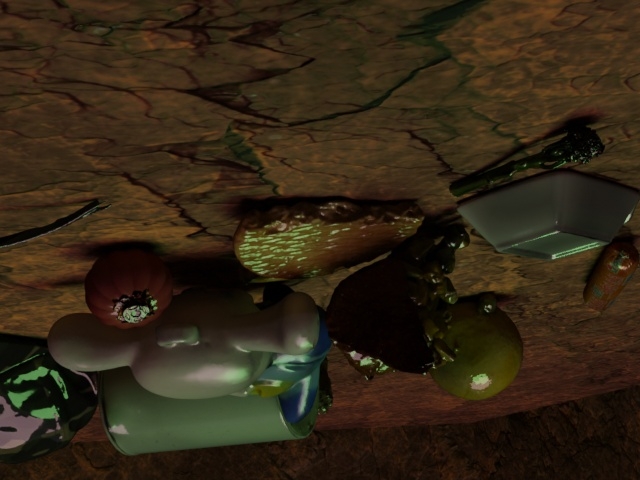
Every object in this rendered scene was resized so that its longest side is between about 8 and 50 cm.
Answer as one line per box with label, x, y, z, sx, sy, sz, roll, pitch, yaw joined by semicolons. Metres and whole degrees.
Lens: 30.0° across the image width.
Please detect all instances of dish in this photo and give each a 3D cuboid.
dish;0.289;-0.020;1.427;0.154;0.064;0.234;-20;162;40

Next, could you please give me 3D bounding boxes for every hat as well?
hat;-0.573;0.265;1.906;0.366;0.257;0.381;-16;-178;27

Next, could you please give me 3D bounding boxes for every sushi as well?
sushi;0.107;0.078;1.466;0.179;0.167;0.296;-14;175;14

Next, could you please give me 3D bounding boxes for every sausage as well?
sausage;0.439;0.059;1.816;0.053;0.053;0.348;-8;166;4

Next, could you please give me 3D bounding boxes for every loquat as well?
loquat;0.258;0.174;1.998;0.149;0.205;0.172;-10;-146;-38

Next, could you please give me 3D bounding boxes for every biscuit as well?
biscuit;0.000;-0.001;1.373;0.224;0.033;0.144;-4;151;-21

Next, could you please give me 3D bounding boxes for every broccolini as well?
broccolini;0.204;-0.073;1.231;0.044;0.042;0.218;5;163;-35

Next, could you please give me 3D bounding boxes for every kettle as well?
kettle;-0.178;0.221;1.971;0.318;0.265;0.205;-12;133;19

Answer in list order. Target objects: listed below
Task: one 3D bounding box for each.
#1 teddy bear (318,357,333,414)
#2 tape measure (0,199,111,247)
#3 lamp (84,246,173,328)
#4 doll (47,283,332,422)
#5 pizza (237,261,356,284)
teddy bear;-0.046;0.247;2.213;0.129;0.182;0.251;-43;-163;-22
tape measure;-0.357;-0.010;1.139;0.330;0.084;0.164;1;168;-20
lamp;-0.231;0.058;1.437;0.107;0.092;0.107;-11;133;-12
doll;-0.117;0.134;1.609;0.376;0.187;0.365;13;175;27
pizza;-0.031;0.022;1.489;0.178;0.041;0.131;-12;167;23
